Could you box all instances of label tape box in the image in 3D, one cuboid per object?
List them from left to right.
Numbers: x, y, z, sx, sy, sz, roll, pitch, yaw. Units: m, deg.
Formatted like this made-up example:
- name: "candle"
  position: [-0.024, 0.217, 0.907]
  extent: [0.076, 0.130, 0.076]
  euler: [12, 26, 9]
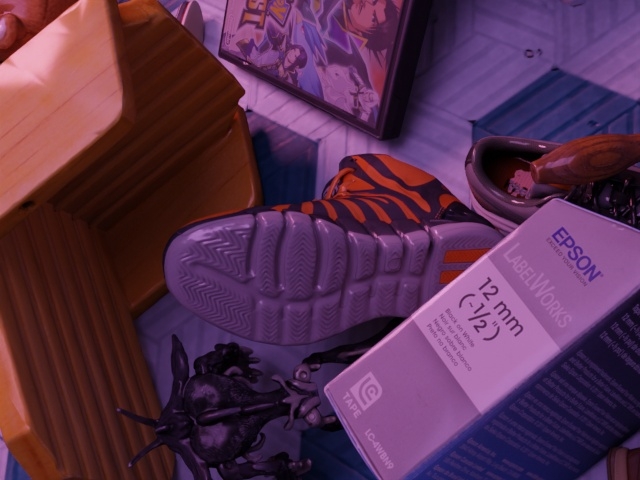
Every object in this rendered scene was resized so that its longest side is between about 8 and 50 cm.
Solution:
- name: "label tape box"
  position: [0.207, 0.078, 1.073]
  extent: [0.347, 0.249, 0.115]
  euler: [-42, 58, 9]

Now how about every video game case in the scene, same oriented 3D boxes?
- name: "video game case"
  position: [0.010, -0.273, 1.340]
  extent: [0.248, 0.035, 0.275]
  euler: [31, 120, 35]

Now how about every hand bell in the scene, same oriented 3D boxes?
- name: "hand bell"
  position: [0.294, -0.084, 1.138]
  extent: [0.242, 0.126, 0.126]
  euler: [-14, 63, -7]

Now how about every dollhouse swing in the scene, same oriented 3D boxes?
- name: "dollhouse swing"
  position: [-0.156, 0.019, 1.221]
  extent: [0.315, 0.347, 0.305]
  euler: [-38, 69, 5]

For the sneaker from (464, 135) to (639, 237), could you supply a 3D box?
- name: "sneaker"
  position: [0.249, -0.029, 1.195]
  extent: [0.271, 0.108, 0.100]
  euler: [15, 76, 26]

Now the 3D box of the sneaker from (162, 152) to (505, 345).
- name: "sneaker"
  position: [0.000, 0.000, 1.226]
  extent: [0.180, 0.321, 0.125]
  euler: [-125, 42, -57]

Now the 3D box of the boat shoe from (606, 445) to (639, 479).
- name: "boat shoe"
  position: [0.276, 0.251, 1.094]
  extent: [0.060, 0.064, 0.178]
  euler: [-12, 63, 21]

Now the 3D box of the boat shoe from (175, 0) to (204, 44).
- name: "boat shoe"
  position: [-0.162, -0.202, 1.479]
  extent: [0.043, 0.049, 0.137]
  euler: [3, 76, 27]

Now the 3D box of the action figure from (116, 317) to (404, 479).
- name: "action figure"
  position: [-0.044, 0.156, 1.208]
  extent: [0.275, 0.141, 0.164]
  euler: [-11, 73, -13]

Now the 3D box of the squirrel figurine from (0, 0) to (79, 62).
- name: "squirrel figurine"
  position: [-0.446, -0.234, 1.529]
  extent: [0.370, 0.281, 0.397]
  euler: [17, 91, 18]
